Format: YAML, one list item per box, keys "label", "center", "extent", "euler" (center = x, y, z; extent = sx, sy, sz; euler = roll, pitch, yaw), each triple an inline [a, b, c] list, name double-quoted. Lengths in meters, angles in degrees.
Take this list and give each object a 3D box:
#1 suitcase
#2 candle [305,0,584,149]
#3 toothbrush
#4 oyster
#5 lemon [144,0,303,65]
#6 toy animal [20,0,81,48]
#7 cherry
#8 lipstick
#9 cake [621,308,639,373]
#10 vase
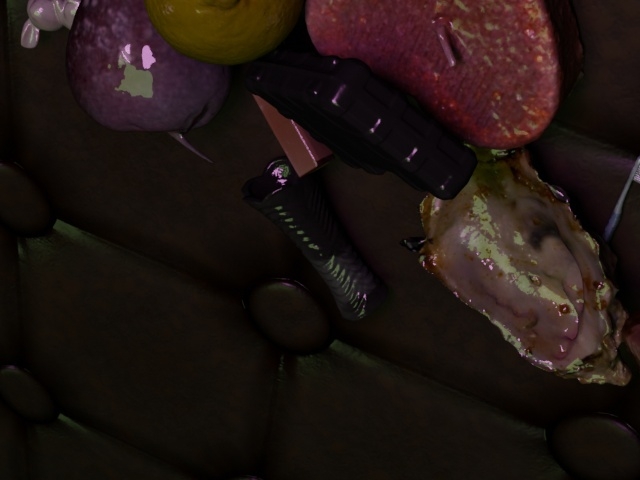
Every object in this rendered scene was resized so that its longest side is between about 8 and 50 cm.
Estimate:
- label: "suitcase"
  center: [0.039, -0.141, 1.320]
  extent: [0.206, 0.066, 0.285]
  euler: [35, 177, -25]
- label: "candle"
  center: [0.154, -0.254, 1.259]
  extent: [0.317, 0.131, 0.287]
  euler: [31, 132, 3]
- label: "toothbrush"
  center: [0.361, -0.018, 1.406]
  extent: [0.019, 0.016, 0.219]
  euler: [34, 136, 20]
- label: "oyster"
  center: [0.280, 0.022, 1.420]
  extent: [0.361, 0.096, 0.221]
  euler: [41, 133, 5]
- label: "lemon"
  center: [-0.109, -0.284, 1.281]
  extent: [0.184, 0.248, 0.184]
  euler: [1, 107, 3]
- label: "toy animal"
  center: [-0.353, -0.310, 1.541]
  extent: [0.124, 0.071, 0.085]
  euler: [7, 144, 16]
- label: "cherry"
  center: [-0.219, -0.231, 1.450]
  extent: [0.213, 0.183, 0.266]
  euler: [-2, 104, 10]
- label: "lipstick"
  center: [-0.038, -0.156, 1.474]
  extent: [0.045, 0.045, 0.145]
  euler: [-28, 91, 43]
- label: "cake"
  center: [0.489, 0.171, 1.268]
  extent: [0.198, 0.293, 0.196]
  euler: [-28, 112, 6]
- label: "vase"
  center: [0.000, 0.000, 1.572]
  extent: [0.115, 0.115, 0.237]
  euler: [-16, 120, 38]
